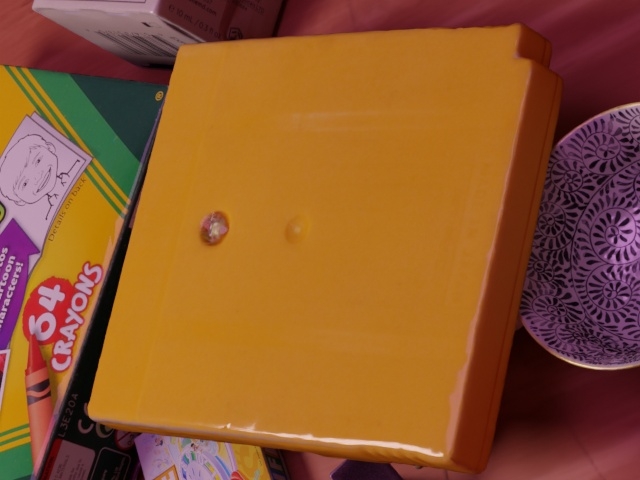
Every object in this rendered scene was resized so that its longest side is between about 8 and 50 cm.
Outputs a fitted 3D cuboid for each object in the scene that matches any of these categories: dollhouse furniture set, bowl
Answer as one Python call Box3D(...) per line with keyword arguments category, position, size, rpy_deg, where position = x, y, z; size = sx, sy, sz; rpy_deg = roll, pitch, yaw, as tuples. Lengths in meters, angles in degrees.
Box3D(category="dollhouse furniture set", position=(0.068, 0.150, 1.269), size=(0.114, 0.091, 0.081), rpy_deg=(-41, 5, -10))
Box3D(category="bowl", position=(0.205, 0.008, 1.169), size=(0.170, 0.080, 0.170), rpy_deg=(-17, 61, 33))

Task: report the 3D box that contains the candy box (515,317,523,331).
Box3D(category="candy box", position=(0.037, 0.012, 1.310), size=(0.165, 0.070, 0.196), rpy_deg=(-38, 51, 22))

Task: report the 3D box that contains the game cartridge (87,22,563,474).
Box3D(category="game cartridge", position=(0.000, 0.000, 1.267), size=(0.324, 0.053, 0.285), rpy_deg=(3, 74, 40))

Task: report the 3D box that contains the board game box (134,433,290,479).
Box3D(category="board game box", position=(-0.070, 0.181, 1.356), size=(0.103, 0.026, 0.154), rpy_deg=(-37, 52, 22))

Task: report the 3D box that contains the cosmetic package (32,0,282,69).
Box3D(category="cosmetic package", position=(-0.094, -0.291, 1.508), size=(0.153, 0.129, 0.296), rpy_deg=(10, 79, 43))

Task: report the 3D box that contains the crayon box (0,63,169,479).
Box3D(category="crayon box", position=(-0.248, 0.048, 1.504), size=(0.313, 0.106, 0.363), rpy_deg=(11, 79, 41))
